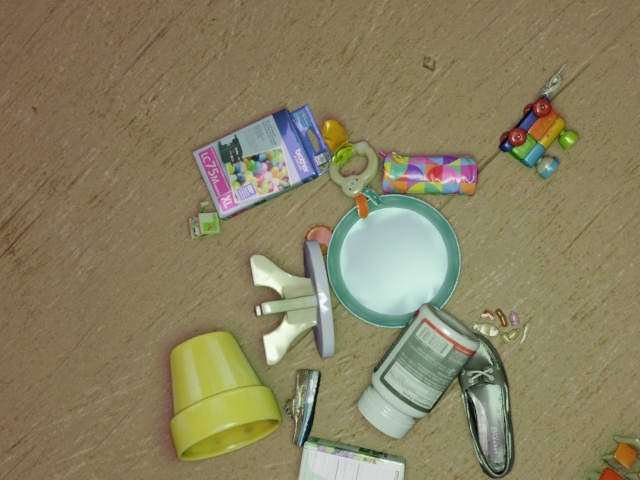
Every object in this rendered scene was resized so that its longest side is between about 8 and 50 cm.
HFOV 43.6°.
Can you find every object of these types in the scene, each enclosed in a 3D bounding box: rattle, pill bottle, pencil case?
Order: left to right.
[{"bbox_3d":[0.075,-0.170,1.870,0.130,0.143,0.200,-5,55,2],"label":"rattle"},{"bbox_3d":[0.218,0.298,1.822,0.161,0.161,0.283,36,101,9],"label":"pill bottle"},{"bbox_3d":[0.254,-0.158,1.895,0.236,0.104,0.104,4,86,6],"label":"pencil case"}]

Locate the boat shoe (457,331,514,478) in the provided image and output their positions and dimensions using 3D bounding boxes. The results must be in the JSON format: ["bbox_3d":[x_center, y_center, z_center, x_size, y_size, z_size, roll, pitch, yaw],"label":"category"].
[{"bbox_3d":[0.384,0.376,1.834,0.112,0.095,0.335,-10,84,7],"label":"boat shoe"}]

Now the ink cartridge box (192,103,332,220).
[{"bbox_3d":[-0.138,-0.197,1.970,0.311,0.065,0.186,-24,83,3],"label":"ink cartridge box"}]

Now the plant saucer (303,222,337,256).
[{"bbox_3d":[0.000,0.000,1.958,0.083,0.013,0.083,-1,85,8],"label":"plant saucer"}]

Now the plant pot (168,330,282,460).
[{"bbox_3d":[-0.243,0.353,1.858,0.254,0.254,0.239,-25,68,5],"label":"plant pot"}]

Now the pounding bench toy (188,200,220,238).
[{"bbox_3d":[-0.290,-0.051,1.971,0.052,0.065,0.083,-5,82,-37],"label":"pounding bench toy"}]

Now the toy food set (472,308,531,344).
[{"bbox_3d":[0.427,0.197,1.882,0.122,0.019,0.078,22,89,10],"label":"toy food set"}]

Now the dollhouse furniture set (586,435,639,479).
[{"bbox_3d":[0.691,0.595,1.721,0.259,0.135,0.262,38,73,-6],"label":"dollhouse furniture set"}]

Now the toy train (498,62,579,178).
[{"bbox_3d":[0.546,-0.274,1.868,0.143,0.105,0.248,40,91,-2],"label":"toy train"}]

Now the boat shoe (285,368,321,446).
[{"bbox_3d":[-0.047,0.397,1.912,0.066,0.066,0.183,10,77,13],"label":"boat shoe"}]

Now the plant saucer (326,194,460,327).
[{"bbox_3d":[0.174,0.049,1.916,0.317,0.044,0.318,-1,85,7],"label":"plant saucer"}]

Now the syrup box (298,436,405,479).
[{"bbox_3d":[0.076,0.532,1.865,0.237,0.093,0.096,10,86,8],"label":"syrup box"}]

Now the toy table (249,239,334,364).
[{"bbox_3d":[-0.068,0.146,1.858,0.161,0.252,0.274,-8,74,-10],"label":"toy table"}]
